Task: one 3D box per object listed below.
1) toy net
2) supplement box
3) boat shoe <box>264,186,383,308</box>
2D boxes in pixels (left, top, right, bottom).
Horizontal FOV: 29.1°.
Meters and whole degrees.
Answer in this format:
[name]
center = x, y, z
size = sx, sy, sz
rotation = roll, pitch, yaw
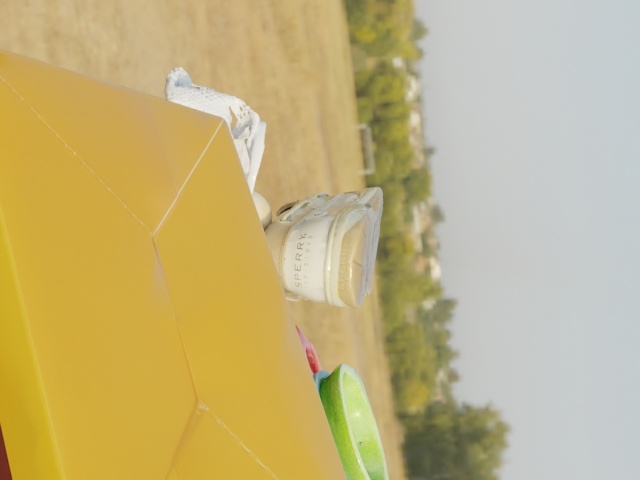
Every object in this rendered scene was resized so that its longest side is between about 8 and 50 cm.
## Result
[toy net]
center = -0.017, 0.019, 0.614
size = 0.122, 0.045, 0.232
rotation = 9, 62, -76
[supplement box]
center = -0.116, 0.071, 0.442
size = 0.129, 0.194, 0.191
rotation = 12, 52, -52
[boat shoe]
center = 0.000, 0.000, 0.652
size = 0.170, 0.059, 0.063
rotation = -19, 115, -84
